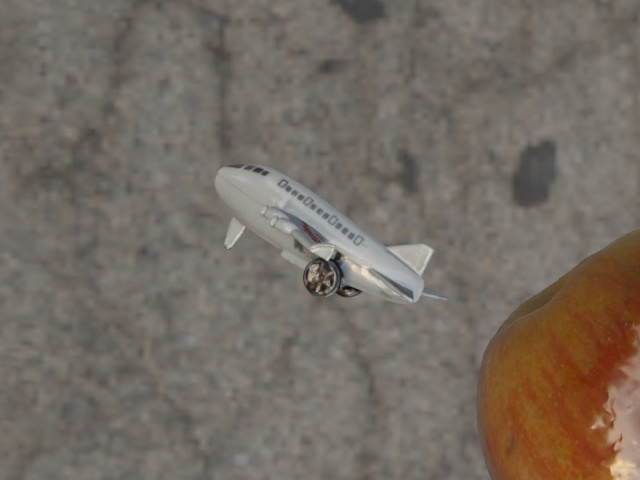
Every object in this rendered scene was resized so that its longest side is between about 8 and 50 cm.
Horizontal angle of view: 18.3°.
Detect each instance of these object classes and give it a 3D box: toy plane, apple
[{"bbox_3d":[0.000,0.000,1.315,0.162,0.171,0.066,3,108,-70],"label":"toy plane"},{"bbox_3d":[0.247,0.126,1.538,0.301,0.301,0.302,-5,97,-52],"label":"apple"}]
